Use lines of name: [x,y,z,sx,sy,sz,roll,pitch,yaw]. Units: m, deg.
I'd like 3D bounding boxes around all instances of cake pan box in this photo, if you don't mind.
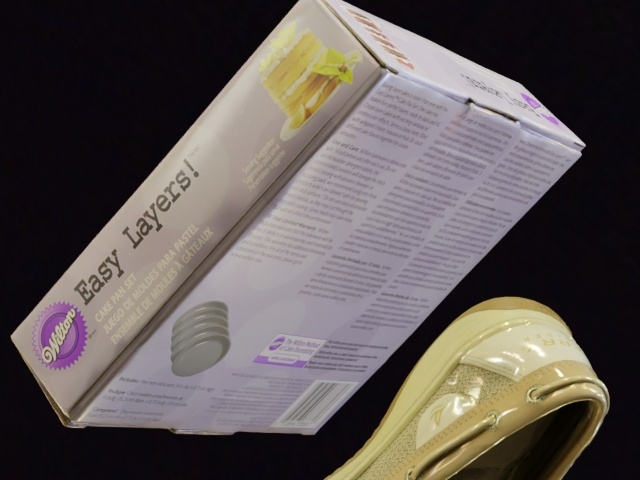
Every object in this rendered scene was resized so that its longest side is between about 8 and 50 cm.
cake pan box: [0.000,0.000,1.007,0.246,0.070,0.267,-47,-26,18]

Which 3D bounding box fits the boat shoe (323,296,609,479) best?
boat shoe: [0.028,0.088,0.536,0.056,0.048,0.153,27,-73,-29]
